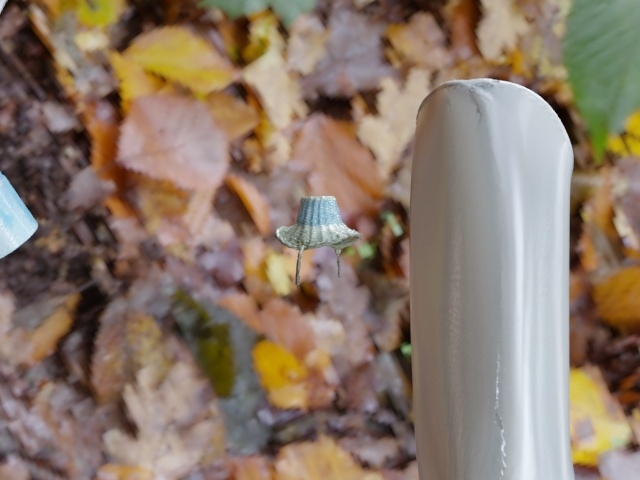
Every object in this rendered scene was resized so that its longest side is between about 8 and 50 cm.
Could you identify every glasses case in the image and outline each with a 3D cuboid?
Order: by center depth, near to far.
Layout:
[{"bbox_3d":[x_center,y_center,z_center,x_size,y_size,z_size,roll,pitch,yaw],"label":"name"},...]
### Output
[{"bbox_3d":[0.106,0.054,1.049,0.083,0.128,0.308,-1,93,-18],"label":"glasses case"}]

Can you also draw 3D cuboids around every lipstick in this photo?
[{"bbox_3d":[-0.246,-0.060,1.074,0.158,0.048,0.048,58,36,-18],"label":"lipstick"}]

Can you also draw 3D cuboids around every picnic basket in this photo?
[{"bbox_3d":[0.000,0.000,1.514,0.065,0.083,0.083,-6,96,-57],"label":"picnic basket"}]

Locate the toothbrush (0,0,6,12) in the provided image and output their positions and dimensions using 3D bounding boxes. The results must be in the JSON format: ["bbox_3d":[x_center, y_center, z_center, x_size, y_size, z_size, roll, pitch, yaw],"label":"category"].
[{"bbox_3d":[-0.300,-0.136,1.370,0.026,0.288,0.024,39,8,12],"label":"toothbrush"}]
